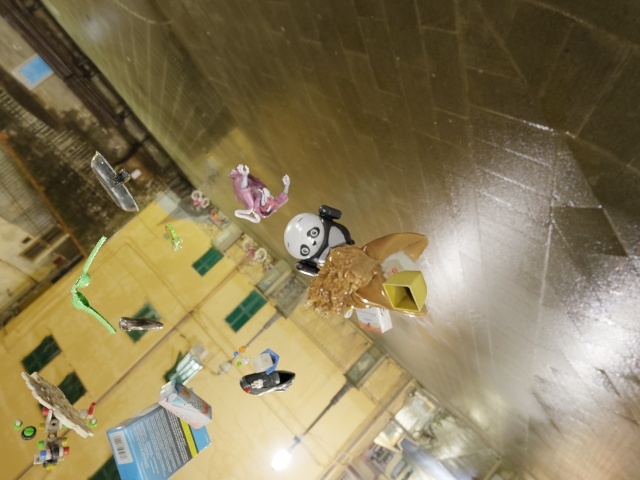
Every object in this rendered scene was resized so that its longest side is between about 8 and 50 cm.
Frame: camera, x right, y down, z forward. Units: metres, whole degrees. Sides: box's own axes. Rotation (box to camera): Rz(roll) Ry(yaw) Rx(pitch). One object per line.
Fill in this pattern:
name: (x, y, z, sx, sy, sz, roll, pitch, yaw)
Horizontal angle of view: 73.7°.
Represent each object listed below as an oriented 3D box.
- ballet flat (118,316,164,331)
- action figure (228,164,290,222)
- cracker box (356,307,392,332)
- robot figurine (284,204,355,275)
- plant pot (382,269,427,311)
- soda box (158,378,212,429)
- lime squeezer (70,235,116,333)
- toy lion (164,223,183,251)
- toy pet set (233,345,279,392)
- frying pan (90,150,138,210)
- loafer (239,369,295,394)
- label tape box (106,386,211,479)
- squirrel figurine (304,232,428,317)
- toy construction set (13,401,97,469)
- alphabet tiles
ballet flat: (-0.822, 0.391, 1.960, 0.084, 0.058, 0.250, 16, 174, 24)
action figure: (-0.273, -0.169, 1.747, 0.247, 0.276, 0.370, 14, -165, -29)
cracker box: (0.210, 0.266, 1.823, 0.155, 0.067, 0.233, -2, 105, 60)
robot figurine: (0.001, 0.002, 1.532, 0.278, 0.173, 0.209, 19, -124, -44)
plant pot: (0.222, 0.117, 1.068, 0.081, 0.083, 0.081, -1, 123, 47)
soda box: (-0.411, 0.505, 1.311, 0.183, 0.062, 0.058, 55, -173, -34)
lime squeezer: (-0.682, 0.142, 1.267, 0.059, 0.109, 0.311, -112, 23, -75)
toy lion: (-0.583, -0.016, 1.679, 0.096, 0.034, 0.100, 53, 148, 9)
toy pet set: (-0.172, 0.342, 1.189, 0.065, 0.114, 0.122, 2, -125, -46)
frying pan: (-0.552, -0.139, 1.179, 0.326, 0.053, 0.197, 30, 149, 45)
loafer: (-0.171, 0.456, 1.401, 0.223, 0.078, 0.076, 20, -153, -49)
label tape box: (-0.580, 0.726, 1.566, 0.333, 0.105, 0.241, -12, -99, -66)
squirrel figurine: (0.138, 0.143, 1.500, 0.396, 0.281, 0.370, 6, 162, -21)
toy construction set: (-1.223, 0.918, 2.014, 0.257, 0.308, 0.237, 45, 127, 19)
alphabet tiles: (-0.854, 0.535, 1.398, 0.284, 0.021, 0.278, 23, 147, 39)
